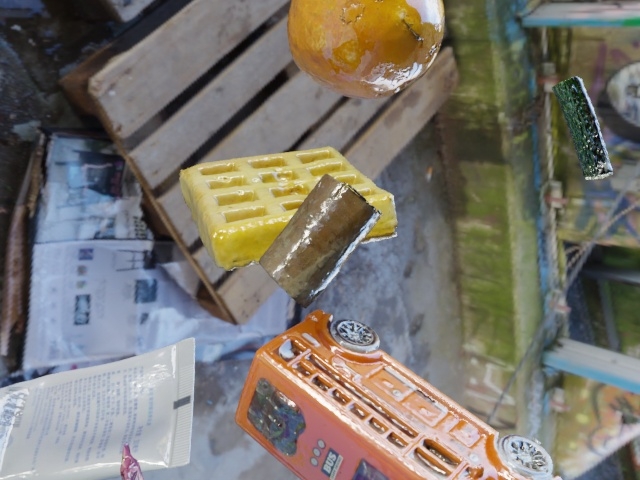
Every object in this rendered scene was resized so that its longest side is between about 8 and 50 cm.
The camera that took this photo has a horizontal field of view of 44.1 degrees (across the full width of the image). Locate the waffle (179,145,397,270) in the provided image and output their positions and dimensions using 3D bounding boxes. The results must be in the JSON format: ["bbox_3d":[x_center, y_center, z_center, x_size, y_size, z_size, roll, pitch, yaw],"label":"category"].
[{"bbox_3d":[-0.050,-0.051,0.994,0.221,0.248,0.055,-10,116,-16],"label":"waffle"}]

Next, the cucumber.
[{"bbox_3d":[0.472,-0.198,1.411,0.058,0.058,0.187,-18,88,-45],"label":"cucumber"}]

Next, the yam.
[{"bbox_3d":[-0.002,-0.002,0.811,0.127,0.084,0.084,-49,136,-3],"label":"yam"}]

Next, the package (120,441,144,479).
[{"bbox_3d":[-0.255,0.320,1.068,0.029,0.083,0.059,-15,117,-12],"label":"package"}]

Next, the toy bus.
[{"bbox_3d":[0.074,0.221,0.817,0.153,0.329,0.143,-22,139,-51],"label":"toy bus"}]

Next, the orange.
[{"bbox_3d":[0.070,-0.338,1.199,0.246,0.246,0.246,-17,114,-45],"label":"orange"}]

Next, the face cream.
[{"bbox_3d":[-0.402,0.291,1.259,0.234,0.420,0.137,-96,168,-46],"label":"face cream"}]
